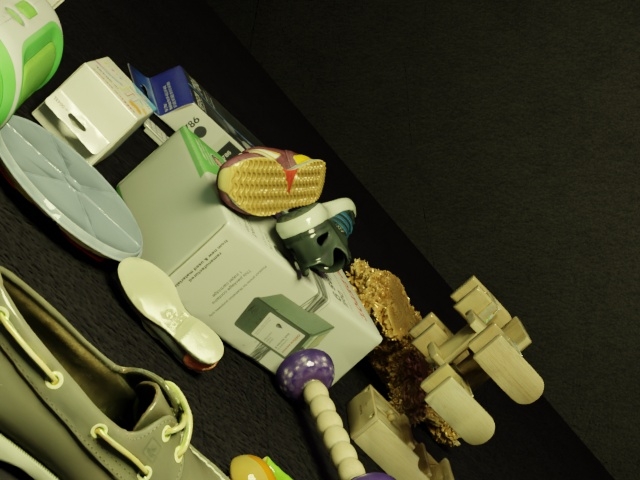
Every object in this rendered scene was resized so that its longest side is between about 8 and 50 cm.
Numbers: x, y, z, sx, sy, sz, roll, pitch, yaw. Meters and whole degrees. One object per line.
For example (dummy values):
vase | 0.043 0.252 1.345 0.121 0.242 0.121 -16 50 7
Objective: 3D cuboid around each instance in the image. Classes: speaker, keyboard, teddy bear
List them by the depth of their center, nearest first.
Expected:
speaker | -0.325 -0.175 1.092 0.131 0.131 0.296 45 11 -15
teddy bear | 0.117 0.174 1.690 0.338 0.113 0.245 38 38 -56
keyboard | -0.178 -0.097 1.747 0.256 0.014 0.072 45 11 -20

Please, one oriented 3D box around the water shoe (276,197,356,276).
water shoe | 0.000 0.000 1.317 0.080 0.073 0.203 70 17 1

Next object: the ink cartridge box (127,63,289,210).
ink cartridge box | -0.179 -0.184 1.936 0.333 0.065 0.165 40 13 -32

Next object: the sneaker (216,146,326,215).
sneaker | -0.073 -0.068 1.264 0.084 0.069 0.185 16 9 30

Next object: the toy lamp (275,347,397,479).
toy lamp | 0.023 0.221 1.202 0.080 0.080 0.274 40 12 -37

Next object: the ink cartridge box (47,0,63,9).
ink cartridge box | -0.432 -0.370 1.504 0.203 0.086 0.148 46 11 -18

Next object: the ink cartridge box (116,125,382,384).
ink cartridge box | -0.083 0.029 1.350 0.289 0.121 0.211 39 14 -40

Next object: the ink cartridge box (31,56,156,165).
ink cartridge box | -0.267 -0.152 1.359 0.092 0.090 0.143 47 9 -8

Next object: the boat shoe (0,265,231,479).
boat shoe | -0.145 0.131 0.792 0.305 0.091 0.109 42 12 -29

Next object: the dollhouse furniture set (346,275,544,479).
dollhouse furniture set | 0.177 0.204 1.443 0.161 0.242 0.212 46 11 -14

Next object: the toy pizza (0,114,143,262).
toy pizza | -0.260 -0.047 1.159 0.201 0.032 0.201 45 10 -10

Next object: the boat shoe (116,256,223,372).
boat shoe | -0.152 0.075 1.126 0.137 0.049 0.043 45 -32 -1

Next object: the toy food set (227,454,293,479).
toy food set | -0.037 0.241 0.982 0.132 0.038 0.192 50 10 9
